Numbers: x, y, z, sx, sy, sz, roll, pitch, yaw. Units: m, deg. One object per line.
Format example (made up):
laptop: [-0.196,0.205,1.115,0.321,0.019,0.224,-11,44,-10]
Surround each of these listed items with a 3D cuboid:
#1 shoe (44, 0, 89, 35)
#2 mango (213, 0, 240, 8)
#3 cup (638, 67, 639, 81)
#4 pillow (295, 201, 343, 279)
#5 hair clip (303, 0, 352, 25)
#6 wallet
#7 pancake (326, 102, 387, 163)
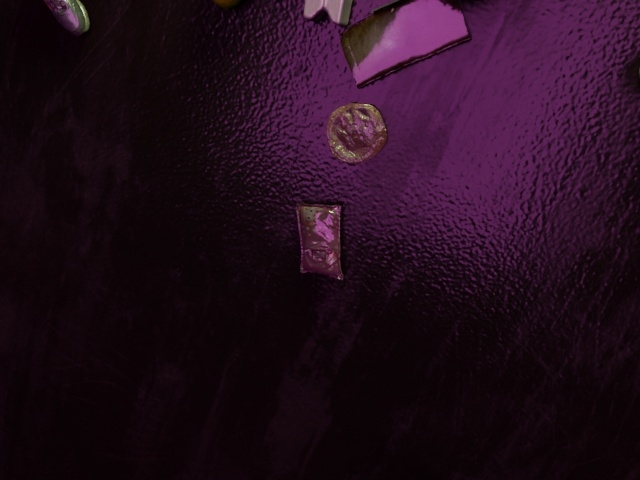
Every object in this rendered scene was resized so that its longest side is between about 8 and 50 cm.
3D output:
shoe: [-0.615,-0.563,1.183,0.074,0.077,0.194,-26,99,18]
mango: [-0.182,-0.574,1.071,0.163,0.089,0.117,-37,95,21]
cup: [0.662,-0.323,0.923,0.099,0.133,0.136,39,111,1]
pillow: [0.000,0.000,1.226,0.118,0.043,0.185,4,104,19]
hair clip: [0.035,-0.604,1.012,0.101,0.085,0.331,15,111,11]
wallet: [0.171,-0.428,1.063,0.255,0.031,0.137,-19,98,16]
pancake: [0.079,-0.239,1.145,0.139,0.022,0.140,4,108,13]
